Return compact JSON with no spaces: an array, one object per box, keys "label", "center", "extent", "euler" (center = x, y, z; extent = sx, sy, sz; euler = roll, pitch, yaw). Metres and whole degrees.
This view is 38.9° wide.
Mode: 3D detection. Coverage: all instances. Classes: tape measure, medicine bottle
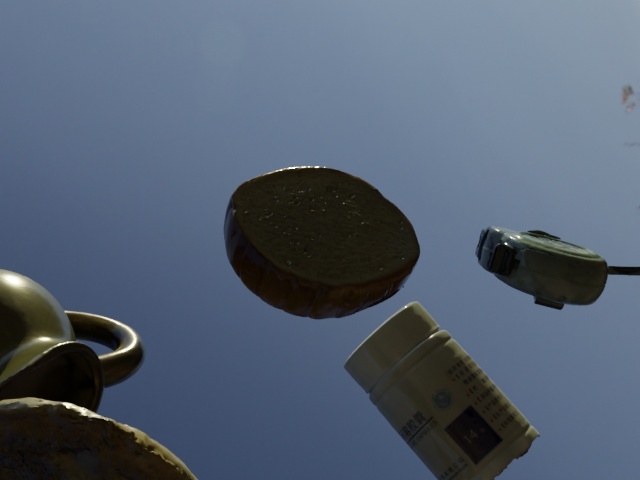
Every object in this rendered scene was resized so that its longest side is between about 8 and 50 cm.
[{"label":"tape measure","center":[0.375,0.054,1.183],"extent":[0.331,0.084,0.164],"euler":[14,-164,-1]},{"label":"medicine bottle","center":[0.209,0.282,1.612],"extent":[0.332,0.190,0.190],"euler":[48,-144,16]}]

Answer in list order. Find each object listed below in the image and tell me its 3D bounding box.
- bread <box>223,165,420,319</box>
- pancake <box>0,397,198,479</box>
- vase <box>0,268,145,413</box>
[{"label":"bread","center":[0.000,0.000,1.093],"extent":[0.236,0.070,0.236],"euler":[10,-139,-9]},{"label":"pancake","center":[-0.275,0.311,1.050],"extent":[0.356,0.356,0.065],"euler":[48,-146,-22]},{"label":"vase","center":[-0.394,0.168,1.251],"extent":[0.329,0.302,0.240],"euler":[-13,-65,-43]}]
